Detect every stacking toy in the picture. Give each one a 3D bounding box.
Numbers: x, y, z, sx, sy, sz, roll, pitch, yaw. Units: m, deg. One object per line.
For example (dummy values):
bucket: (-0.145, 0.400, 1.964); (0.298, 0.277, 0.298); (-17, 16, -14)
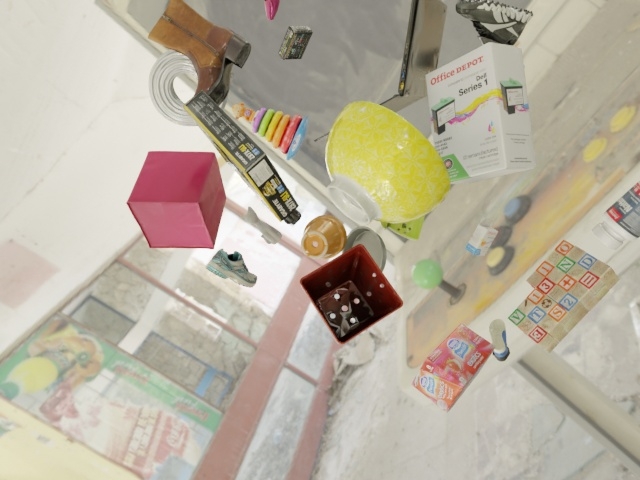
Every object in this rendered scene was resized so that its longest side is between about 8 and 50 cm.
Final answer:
stacking toy: (-0.203, -0.451, 1.884); (0.166, 0.301, 0.175); (-76, 12, -68)

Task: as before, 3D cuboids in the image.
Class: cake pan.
cake pan: (0.218, 0.076, 2.413); (0.293, 0.054, 0.293); (-4, 85, 51)

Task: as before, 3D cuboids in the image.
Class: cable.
cable: (-0.435, -0.501, 1.610); (0.089, 0.257, 0.257); (-100, 29, -62)

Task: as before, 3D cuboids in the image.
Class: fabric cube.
fabric cube: (-0.503, -0.143, 1.765); (0.259, 0.254, 0.258); (87, -175, -51)

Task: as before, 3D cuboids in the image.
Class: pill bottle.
pill bottle: (0.827, -0.063, 1.302); (0.180, 0.108, 0.108); (-53, 6, 30)

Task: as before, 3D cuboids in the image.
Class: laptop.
laptop: (0.181, -0.483, 1.390); (0.382, 0.236, 0.408); (-34, -46, -62)

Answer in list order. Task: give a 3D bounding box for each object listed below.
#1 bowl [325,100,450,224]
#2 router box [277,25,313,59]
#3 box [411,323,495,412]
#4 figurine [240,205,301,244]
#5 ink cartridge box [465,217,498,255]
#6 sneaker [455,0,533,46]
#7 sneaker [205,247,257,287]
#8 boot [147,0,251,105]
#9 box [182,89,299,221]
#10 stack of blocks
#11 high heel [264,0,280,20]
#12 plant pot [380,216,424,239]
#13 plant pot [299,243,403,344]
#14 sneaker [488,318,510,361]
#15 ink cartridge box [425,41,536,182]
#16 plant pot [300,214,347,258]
bowl: (0.106, -0.125, 1.012); (0.156, 0.289, 0.289); (-49, 3, -14)
router box: (-0.093, -0.726, 1.791); (0.092, 0.038, 0.122); (-20, -23, -39)
box: (0.399, 0.371, 1.449); (0.257, 0.128, 0.123); (-23, -40, -48)
figurine: (-0.234, -0.113, 2.248); (0.215, 0.209, 0.092); (-45, 18, 5)
ink cartridge box: (0.813, -0.018, 2.430); (0.061, 0.104, 0.181); (43, 118, 42)
sneaker: (0.403, -0.507, 1.152); (0.078, 0.234, 0.106); (47, 132, 43)
sneaker: (-0.355, 0.117, 2.098); (0.283, 0.110, 0.122); (29, -90, -53)
boot: (-0.376, -0.517, 1.371); (0.264, 0.280, 0.096); (-58, -7, 9)
box: (-0.210, -0.224, 1.315); (0.079, 0.322, 0.257); (-41, -30, -3)
stack of blocks: (0.710, 0.166, 1.467); (0.297, 0.087, 0.171); (-51, 36, 7)
high heel: (-0.194, -0.869, 1.630); (0.082, 0.117, 0.244); (54, 143, 44)
plant pot: (0.425, -0.133, 2.508); (0.227, 0.207, 0.228); (2, -77, -82)
plant pot: (0.098, 0.218, 1.770); (0.267, 0.267, 0.236); (-30, -16, -14)
sneaker: (0.626, 0.353, 1.704); (0.058, 0.085, 0.152); (-10, 34, 20)
ink cartridge box: (0.367, -0.285, 1.138); (0.201, 0.117, 0.278); (-9, 87, 57)
plant pot: (0.000, 0.000, 2.228); (0.205, 0.205, 0.188); (-55, -6, 22)
